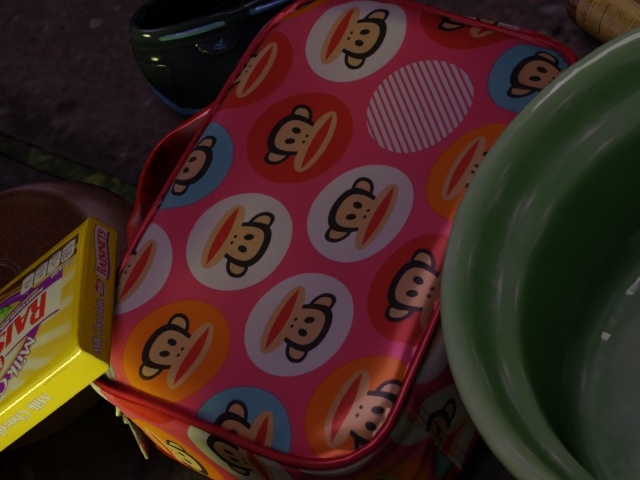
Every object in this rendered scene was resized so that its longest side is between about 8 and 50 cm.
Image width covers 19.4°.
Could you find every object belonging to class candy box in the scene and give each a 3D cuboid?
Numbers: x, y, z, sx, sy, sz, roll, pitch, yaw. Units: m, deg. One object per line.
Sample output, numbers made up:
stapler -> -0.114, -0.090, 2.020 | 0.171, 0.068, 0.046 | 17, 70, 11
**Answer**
candy box -> -0.191, 0.080, 1.060 | 0.206, 0.027, 0.105 | -37, 37, 28

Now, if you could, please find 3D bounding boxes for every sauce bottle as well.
sauce bottle -> 0.199, -0.116, 1.086 | 0.042, 0.042, 0.128 | -45, 53, -8

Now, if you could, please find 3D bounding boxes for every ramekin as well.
ramekin -> 0.222, 0.042, 0.895 | 0.303, 0.148, 0.303 | -12, 54, 17

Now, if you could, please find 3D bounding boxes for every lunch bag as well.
lunch bag -> 0.000, 0.000, 1.050 | 0.258, 0.120, 0.293 | 18, 68, 34

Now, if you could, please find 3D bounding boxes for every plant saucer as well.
plant saucer -> -0.197, 0.037, 1.174 | 0.198, 0.036, 0.199 | -12, 55, 17

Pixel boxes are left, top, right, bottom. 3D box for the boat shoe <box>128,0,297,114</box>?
boat shoe -> -0.007, -0.181, 1.195 | 0.258, 0.089, 0.109 | -43, 51, -7
